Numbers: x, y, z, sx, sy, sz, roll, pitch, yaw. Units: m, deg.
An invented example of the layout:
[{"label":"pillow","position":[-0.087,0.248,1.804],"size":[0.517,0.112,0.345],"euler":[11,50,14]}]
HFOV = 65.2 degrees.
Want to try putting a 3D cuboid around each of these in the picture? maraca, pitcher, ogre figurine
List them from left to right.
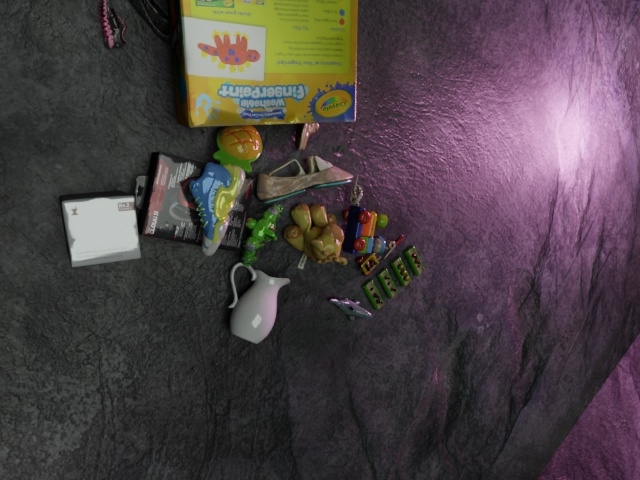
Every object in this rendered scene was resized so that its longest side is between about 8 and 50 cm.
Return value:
[{"label":"maraca","position":[-0.222,-0.251,1.348],"size":[0.127,0.099,0.185],"euler":[20,49,-11]},{"label":"pitcher","position":[-0.206,0.180,1.457],"size":[0.178,0.125,0.207],"euler":[25,75,-10]},{"label":"ogre figurine","position":[-0.166,-0.026,1.423],"size":[0.197,0.118,0.097],"euler":[-40,85,-12]}]

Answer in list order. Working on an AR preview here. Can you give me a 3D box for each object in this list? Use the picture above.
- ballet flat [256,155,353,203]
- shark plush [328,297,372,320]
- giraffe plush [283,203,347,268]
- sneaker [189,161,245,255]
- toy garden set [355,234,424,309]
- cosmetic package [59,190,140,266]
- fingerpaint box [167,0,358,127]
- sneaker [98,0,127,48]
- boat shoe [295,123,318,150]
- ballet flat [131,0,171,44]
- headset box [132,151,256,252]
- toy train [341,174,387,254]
[{"label":"ballet flat","position":[-0.043,-0.193,1.482],"size":[0.316,0.108,0.106],"euler":[-17,99,-27]},{"label":"shark plush","position":[0.097,0.213,1.648],"size":[0.161,0.067,0.073],"euler":[40,79,-28]},{"label":"giraffe plush","position":[0.000,0.000,1.497],"size":[0.182,0.171,0.210],"euler":[1,98,-30]},{"label":"sneaker","position":[-0.283,-0.086,1.259],"size":[0.126,0.091,0.240],"euler":[20,88,-12]},{"label":"toy garden set","position":[0.244,0.093,1.719],"size":[0.244,0.049,0.203],"euler":[-37,114,-18]},{"label":"cosmetic package","position":[-0.527,-0.034,1.191],"size":[0.152,0.184,0.151],"euler":[-8,103,-27]},{"label":"fingerpaint box","position":[-0.138,-0.480,1.253],"size":[0.445,0.163,0.370],"euler":[-9,109,-25]},{"label":"sneaker","position":[-0.497,-0.526,1.205],"size":[0.057,0.047,0.119],"euler":[-14,113,-33]},{"label":"boat shoe","position":[-0.032,-0.345,1.481],"size":[0.059,0.063,0.169],"euler":[12,92,-24]},{"label":"ballet flat","position":[-0.404,-0.553,1.245],"size":[0.173,0.049,0.057],"euler":[44,78,-28]},{"label":"headset box","position":[-0.343,-0.102,1.324],"size":[0.294,0.110,0.217],"euler":[11,93,-30]},{"label":"toy train","position":[0.157,-0.077,1.611],"size":[0.144,0.105,0.247],"euler":[7,95,-33]}]
